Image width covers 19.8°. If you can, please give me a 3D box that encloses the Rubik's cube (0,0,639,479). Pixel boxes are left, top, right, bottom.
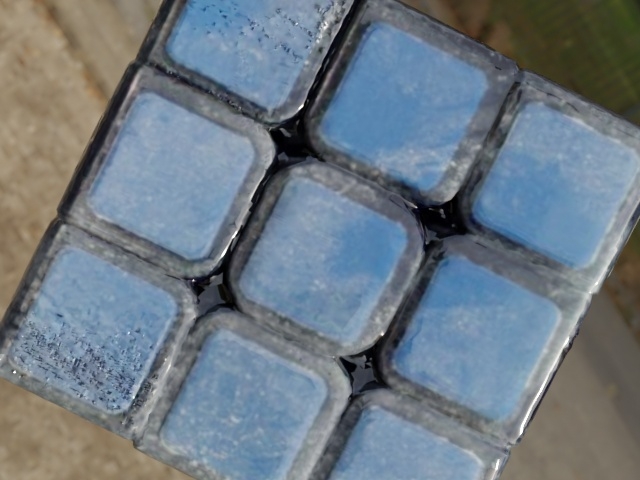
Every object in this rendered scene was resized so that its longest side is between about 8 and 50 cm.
[{"bbox_3d":[0.000,0.000,1.162,0.305,0.301,0.304,28,4,0],"label":"Rubik's cube"}]
